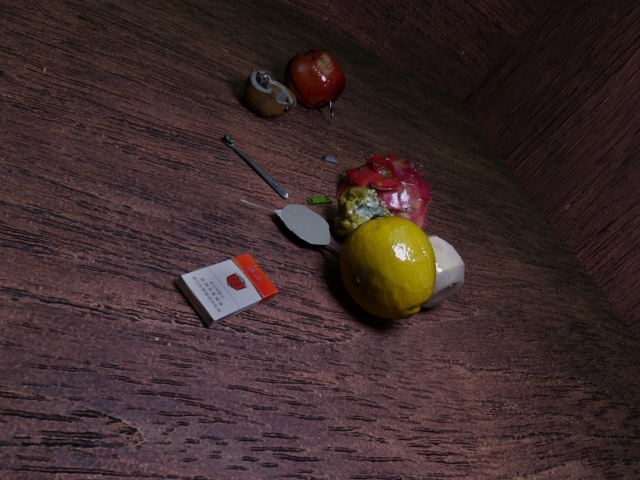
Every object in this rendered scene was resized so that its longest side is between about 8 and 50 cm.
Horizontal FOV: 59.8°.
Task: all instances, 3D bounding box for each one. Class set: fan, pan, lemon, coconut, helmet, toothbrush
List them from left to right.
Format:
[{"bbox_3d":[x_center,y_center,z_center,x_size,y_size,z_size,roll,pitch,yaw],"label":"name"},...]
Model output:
[{"bbox_3d":[-0.212,-0.242,1.826,0.297,0.030,0.030,44,57,3],"label":"toothbrush"},{"bbox_3d":[-0.205,-0.544,2.115,0.198,0.130,0.224,57,24,18],"label":"helmet"},{"bbox_3d":[-0.104,-0.072,1.688,0.310,0.010,0.182,20,34,-23],"label":"fan"},{"bbox_3d":[-0.001,0.003,1.729,0.212,0.040,0.114,47,30,23],"label":"pan"},{"bbox_3d":[0.196,0.077,1.614,0.297,0.297,0.297,28,33,-20],"label":"lemon"},{"bbox_3d":[0.339,0.090,1.818,0.227,0.227,0.230,-1,50,-48],"label":"coconut"}]

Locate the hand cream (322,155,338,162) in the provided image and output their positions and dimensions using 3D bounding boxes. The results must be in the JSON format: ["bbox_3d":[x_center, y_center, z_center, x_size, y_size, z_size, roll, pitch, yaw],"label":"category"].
[{"bbox_3d":[0.036,-0.324,2.213,0.093,0.019,0.030,2,45,-55],"label":"hand cream"}]

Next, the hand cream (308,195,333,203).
[{"bbox_3d":[0.000,-0.141,1.932,0.036,0.023,0.122,48,28,19],"label":"hand cream"}]

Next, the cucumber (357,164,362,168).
[{"bbox_3d":[0.206,-0.258,2.293,0.133,0.032,0.032,39,31,-3],"label":"cucumber"}]

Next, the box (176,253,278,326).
[{"bbox_3d":[-0.220,0.114,1.359,0.139,0.035,0.245,50,33,15],"label":"box"}]

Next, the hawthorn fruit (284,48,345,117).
[{"bbox_3d":[-0.014,-0.667,2.399,0.254,0.254,0.301,-21,93,-56],"label":"hawthorn fruit"}]

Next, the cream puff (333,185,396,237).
[{"bbox_3d":[0.129,-0.063,1.839,0.221,0.194,0.195,51,31,-4],"label":"cream puff"}]

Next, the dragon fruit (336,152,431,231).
[{"bbox_3d":[0.264,-0.168,2.060,0.370,0.249,0.386,27,31,-13],"label":"dragon fruit"}]
